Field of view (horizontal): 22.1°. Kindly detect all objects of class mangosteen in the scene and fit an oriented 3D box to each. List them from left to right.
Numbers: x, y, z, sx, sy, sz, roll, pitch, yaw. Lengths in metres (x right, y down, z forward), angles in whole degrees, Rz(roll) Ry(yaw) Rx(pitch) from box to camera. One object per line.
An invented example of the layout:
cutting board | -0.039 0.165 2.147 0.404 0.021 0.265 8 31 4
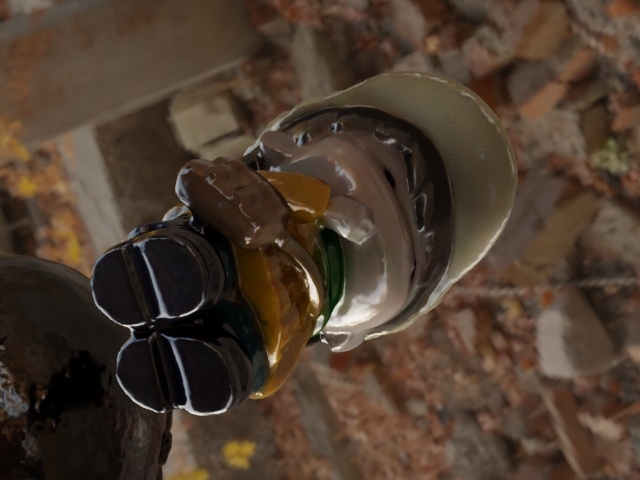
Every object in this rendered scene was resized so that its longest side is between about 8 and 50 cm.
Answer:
mangosteen | -0.275 0.147 1.330 0.313 0.297 0.297 22 138 14

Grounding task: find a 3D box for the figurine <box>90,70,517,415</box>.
figurine | -0.027 0.004 1.102 0.204 0.332 0.185 -2 106 48
